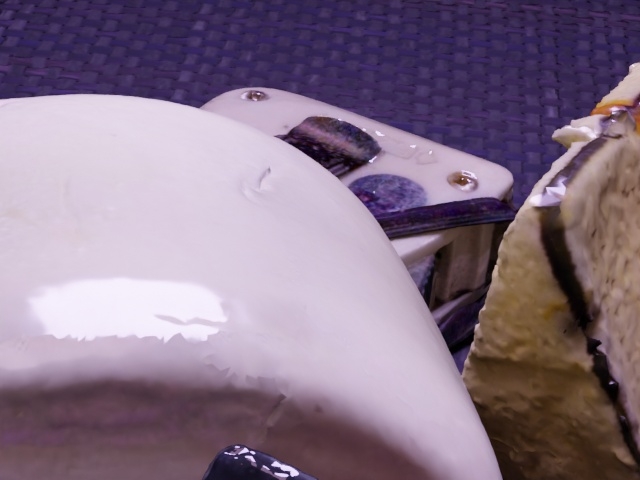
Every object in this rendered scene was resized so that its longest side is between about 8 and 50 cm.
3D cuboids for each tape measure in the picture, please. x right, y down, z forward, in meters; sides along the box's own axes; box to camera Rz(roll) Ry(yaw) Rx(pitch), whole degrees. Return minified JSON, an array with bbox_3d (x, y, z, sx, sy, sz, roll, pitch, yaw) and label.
[{"bbox_3d":[0.000,0.000,1.281,0.271,0.133,0.231,22,38,20],"label":"tape measure"}]

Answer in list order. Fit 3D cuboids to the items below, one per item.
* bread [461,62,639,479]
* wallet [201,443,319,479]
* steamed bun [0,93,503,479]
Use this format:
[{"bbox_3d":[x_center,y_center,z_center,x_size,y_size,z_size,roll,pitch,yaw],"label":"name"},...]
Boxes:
[{"bbox_3d":[0.216,0.025,1.168,0.198,0.236,0.263,20,38,22],"label":"bread"},{"bbox_3d":[-0.050,0.241,0.808,0.146,0.285,0.030,30,-1,8],"label":"wallet"},{"bbox_3d":[-0.144,0.086,0.996,0.456,0.290,0.371,-5,34,-14],"label":"steamed bun"}]
